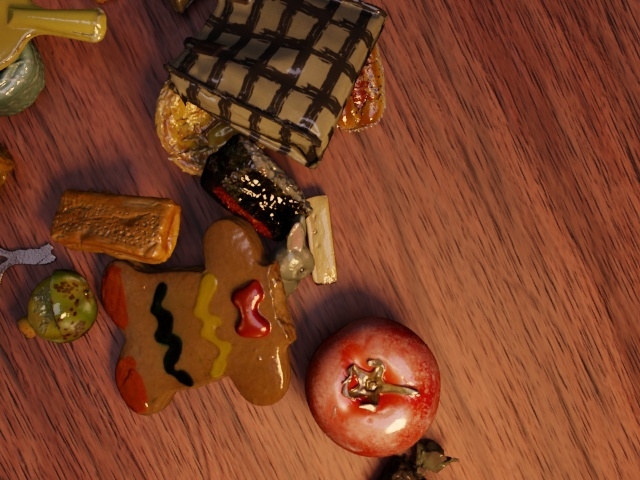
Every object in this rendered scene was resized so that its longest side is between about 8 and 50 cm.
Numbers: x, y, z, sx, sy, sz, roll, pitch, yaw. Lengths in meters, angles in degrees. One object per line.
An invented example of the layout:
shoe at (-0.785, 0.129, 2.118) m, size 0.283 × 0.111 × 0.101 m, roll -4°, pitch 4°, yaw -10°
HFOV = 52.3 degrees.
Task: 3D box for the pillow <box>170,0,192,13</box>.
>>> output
pillow at (-0.267, -0.666, 1.312) m, size 0.310 × 0.119 × 0.312 m, roll -38°, pitch 96°, yaw -2°

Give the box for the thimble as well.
thimble at (-0.658, -0.349, 1.254) m, size 0.235 × 0.143 × 0.198 m, roll 24°, pitch 85°, yaw -8°

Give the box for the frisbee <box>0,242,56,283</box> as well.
frisbee at (-0.634, 0.043, 1.323) m, size 0.187 × 0.012 × 0.211 m, roll -4°, pitch 90°, yaw -8°

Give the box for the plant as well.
plant at (0.198, 0.512, 1.366) m, size 0.131 × 0.142 × 0.203 m, roll 35°, pitch 95°, yaw 4°

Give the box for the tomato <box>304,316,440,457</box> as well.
tomato at (0.107, 0.293, 1.304) m, size 0.270 × 0.227 × 0.270 m, roll -2°, pitch 76°, yaw 7°

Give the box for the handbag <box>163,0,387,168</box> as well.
handbag at (-0.083, -0.345, 1.228) m, size 0.327 × 0.162 × 0.325 m, roll 26°, pitch 72°, yaw -1°

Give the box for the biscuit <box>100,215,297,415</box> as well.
biscuit at (-0.248, 0.151, 1.261) m, size 0.393 × 0.076 × 0.368 m, roll -9°, pitch 92°, yaw 19°

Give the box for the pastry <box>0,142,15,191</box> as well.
pastry at (-0.695, -0.162, 1.205) m, size 0.240 × 0.235 × 0.132 m, roll 39°, pitch 90°, yaw 4°

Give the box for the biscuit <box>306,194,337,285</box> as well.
biscuit at (0.000, 0.000, 1.379) m, size 0.056 × 0.052 × 0.188 m, roll -6°, pitch 88°, yaw 4°

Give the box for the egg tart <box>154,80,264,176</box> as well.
egg tart at (-0.216, -0.251, 1.334) m, size 0.252 × 0.098 × 0.232 m, roll -46°, pitch 102°, yaw -1°

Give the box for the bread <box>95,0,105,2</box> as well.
bread at (-0.444, -0.529, 1.328) m, size 0.081 × 0.046 × 0.083 m, roll 28°, pitch 85°, yaw -12°

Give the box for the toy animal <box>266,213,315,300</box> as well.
toy animal at (-0.073, 0.061, 1.291) m, size 0.108 × 0.138 × 0.236 m, roll 36°, pitch 130°, yaw -13°

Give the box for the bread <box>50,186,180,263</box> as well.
bread at (-0.395, -0.036, 1.262) m, size 0.270 × 0.077 × 0.139 m, roll 6°, pitch 74°, yaw 24°

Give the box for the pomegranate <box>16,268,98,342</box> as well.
pomegranate at (-0.509, 0.138, 1.288) m, size 0.169 × 0.122 × 0.143 m, roll -45°, pitch 62°, yaw 29°

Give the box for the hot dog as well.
hot dog at (0.061, -0.361, 1.374) m, size 0.144 × 0.075 × 0.268 m, roll -8°, pitch 92°, yaw -6°

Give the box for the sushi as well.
sushi at (-0.122, -0.104, 1.294) m, size 0.126 × 0.136 × 0.225 m, roll -45°, pitch 124°, yaw 12°

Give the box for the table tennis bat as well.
table tennis bat at (-0.572, -0.402, 1.174) m, size 0.368 × 0.054 × 0.224 m, roll 1°, pitch 89°, yaw -5°
